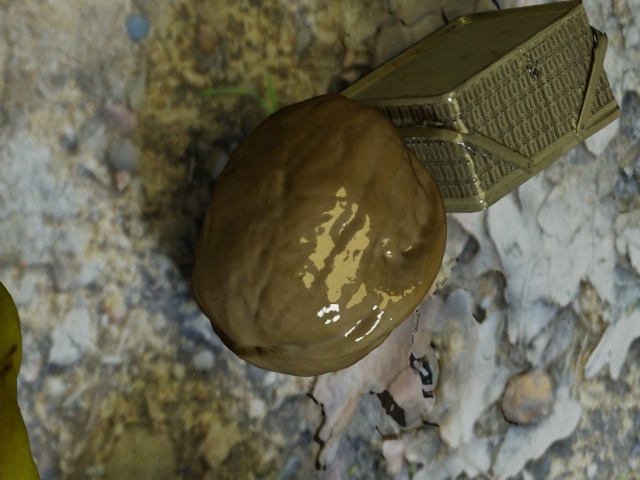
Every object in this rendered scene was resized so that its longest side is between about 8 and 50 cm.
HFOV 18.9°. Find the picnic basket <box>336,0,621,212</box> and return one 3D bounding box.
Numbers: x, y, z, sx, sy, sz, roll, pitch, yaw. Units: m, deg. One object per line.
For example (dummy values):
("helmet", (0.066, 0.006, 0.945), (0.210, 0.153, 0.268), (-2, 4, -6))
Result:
("picnic basket", (0.097, -0.083, 1.210), (0.164, 0.115, 0.079), (-34, 113, -35))

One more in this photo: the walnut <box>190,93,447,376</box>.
("walnut", (0.000, 0.000, 1.111), (0.166, 0.149, 0.166), (-38, 139, -43))

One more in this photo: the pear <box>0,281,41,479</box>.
("pear", (-0.224, 0.094, 0.893), (0.200, 0.200, 0.200), (-2, 93, -42))
